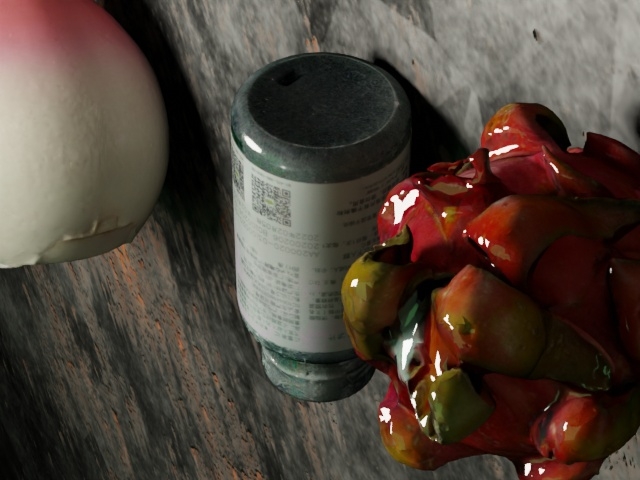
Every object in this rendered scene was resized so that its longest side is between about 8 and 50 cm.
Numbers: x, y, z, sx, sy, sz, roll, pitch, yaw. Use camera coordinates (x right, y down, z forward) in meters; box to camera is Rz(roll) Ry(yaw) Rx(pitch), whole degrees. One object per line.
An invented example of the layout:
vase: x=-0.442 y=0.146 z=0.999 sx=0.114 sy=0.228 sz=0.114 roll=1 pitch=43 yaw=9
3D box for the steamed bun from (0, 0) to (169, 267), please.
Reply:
steamed bun: x=-0.296 y=-0.138 z=1.872 sx=0.309 sy=0.309 sz=0.309 roll=48 pitch=150 yaw=39

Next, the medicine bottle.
medicine bottle: x=0.000 y=0.000 z=1.507 sx=0.141 sy=0.141 sz=0.293 roll=48 pitch=150 yaw=38

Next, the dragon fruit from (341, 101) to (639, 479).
dragon fruit: x=0.127 y=0.033 z=1.126 sx=0.227 sy=0.243 sz=0.307 roll=49 pitch=170 yaw=11
